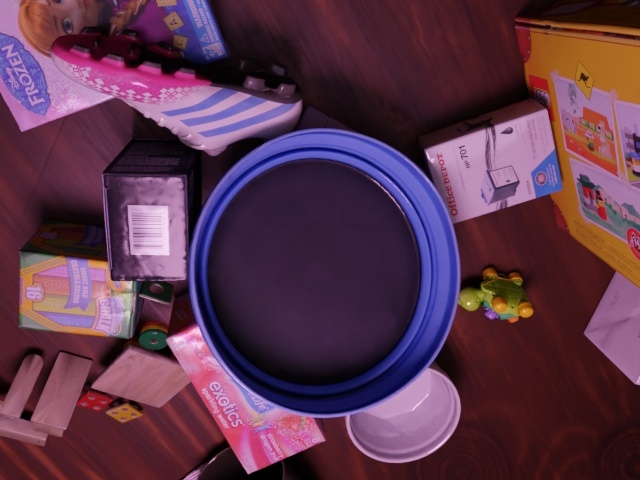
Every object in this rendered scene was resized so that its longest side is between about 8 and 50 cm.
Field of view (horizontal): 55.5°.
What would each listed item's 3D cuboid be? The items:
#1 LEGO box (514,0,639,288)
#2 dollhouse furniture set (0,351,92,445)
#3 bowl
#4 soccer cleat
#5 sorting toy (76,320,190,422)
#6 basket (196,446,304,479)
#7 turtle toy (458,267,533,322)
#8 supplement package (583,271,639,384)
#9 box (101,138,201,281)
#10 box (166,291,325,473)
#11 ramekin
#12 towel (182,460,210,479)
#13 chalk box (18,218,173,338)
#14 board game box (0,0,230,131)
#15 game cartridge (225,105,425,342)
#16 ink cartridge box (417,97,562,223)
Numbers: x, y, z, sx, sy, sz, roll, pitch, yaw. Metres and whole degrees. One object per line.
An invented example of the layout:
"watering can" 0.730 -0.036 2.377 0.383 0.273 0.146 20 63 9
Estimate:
"LEGO box" 0.466 -0.122 0.774 0.193 0.500 0.372 -20 113 2
"dollhouse furniture set" -0.501 0.272 1.068 0.144 0.123 0.151 21 143 -14
"bowl" 0.009 0.042 0.853 0.391 0.077 0.391 1 87 -19
"soccer cleat" -0.187 -0.182 0.818 0.331 0.116 0.143 7 126 -20
"sorting toy" -0.304 0.227 1.046 0.132 0.046 0.274 28 125 -31
"basket" -0.090 0.496 1.128 0.204 0.154 0.227 -17 130 28
"turtle toy" 0.306 0.102 1.072 0.130 0.095 0.066 10 131 -10
"supplement package" 0.674 0.169 1.089 0.293 0.175 0.178 15 108 -13
"box" -0.232 -0.051 0.874 0.108 0.207 0.153 0 110 -7
"box" -0.119 0.218 1.030 0.154 0.142 0.300 -23 112 1
"ramekin" 0.140 0.287 1.108 0.207 0.109 0.207 -2 111 -6
"towel" -0.206 0.534 1.208 0.144 0.029 0.197 -41 111 11
"chalk box" -0.338 0.061 0.947 0.213 0.132 0.132 7 111 -11
"board game box" -0.327 -0.351 0.818 0.318 0.066 0.319 -20 113 1
"game cartridge" 0.000 0.000 0.922 0.230 0.068 0.355 27 79 -20
"ink cartridge box" 0.266 -0.123 0.963 0.190 0.082 0.140 -19 113 7
